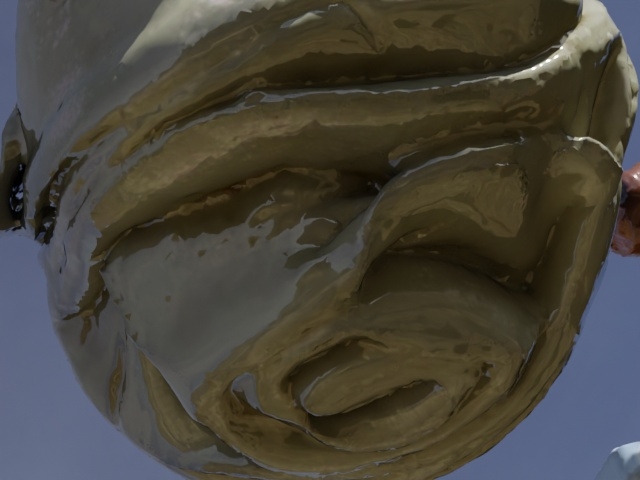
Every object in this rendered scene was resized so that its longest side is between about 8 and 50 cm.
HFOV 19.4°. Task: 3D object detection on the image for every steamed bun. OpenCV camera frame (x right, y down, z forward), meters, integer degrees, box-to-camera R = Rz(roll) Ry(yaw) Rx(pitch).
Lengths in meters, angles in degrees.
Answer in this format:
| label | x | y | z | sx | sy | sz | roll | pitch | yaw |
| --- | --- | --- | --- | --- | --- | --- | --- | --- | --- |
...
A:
| label | x | y | z | sx | sy | sz | roll | pitch | yaw |
| --- | --- | --- | --- | --- | --- | --- | --- | --- | --- |
| steamed bun | -0.002 | 0.000 | 0.599 | 0.211 | 0.144 | 0.218 | 6 | -55 | -8 |

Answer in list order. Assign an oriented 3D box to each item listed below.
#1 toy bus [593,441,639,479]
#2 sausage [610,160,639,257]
| label | x | y | z | sx | sy | sz | roll | pitch | yaw |
| --- | --- | --- | --- | --- | --- | --- | --- | --- | --- |
| toy bus | 0.144 | 0.241 | 0.945 | 0.109 | 0.136 | 0.329 | 1 | -45 | -22 |
| sausage | 0.203 | -0.036 | 0.876 | 0.177 | 0.047 | 0.040 | -21 | -43 | -23 |
